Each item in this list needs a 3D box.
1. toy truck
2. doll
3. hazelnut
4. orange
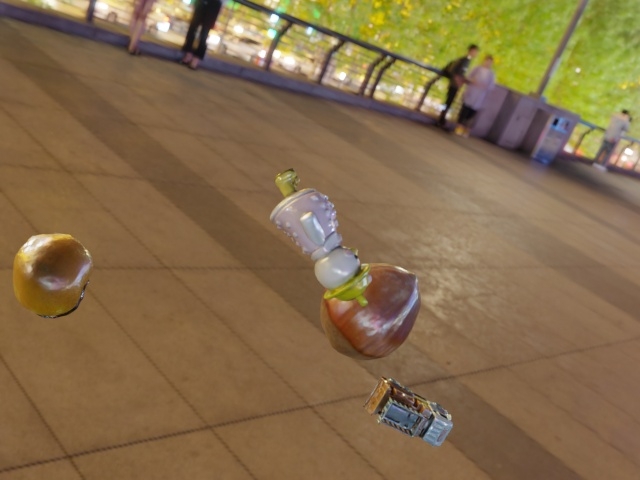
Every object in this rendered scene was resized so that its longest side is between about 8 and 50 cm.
[{"bbox_3d":[0.192,0.365,1.549,0.177,0.080,0.115,28,6,-15],"label":"toy truck"},{"bbox_3d":[0.000,0.000,0.978,0.207,0.081,0.129,56,-3,11],"label":"doll"},{"bbox_3d":[0.096,0.128,1.405,0.176,0.214,0.214,52,26,13],"label":"hazelnut"},{"bbox_3d":[-0.520,0.064,1.445,0.170,0.160,0.112,60,-11,-2],"label":"orange"}]
